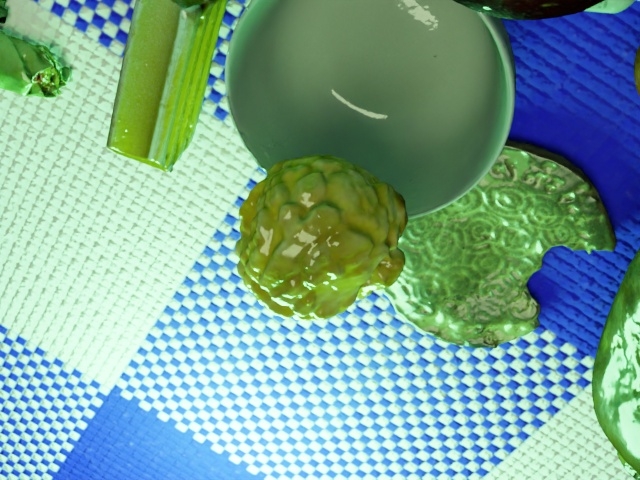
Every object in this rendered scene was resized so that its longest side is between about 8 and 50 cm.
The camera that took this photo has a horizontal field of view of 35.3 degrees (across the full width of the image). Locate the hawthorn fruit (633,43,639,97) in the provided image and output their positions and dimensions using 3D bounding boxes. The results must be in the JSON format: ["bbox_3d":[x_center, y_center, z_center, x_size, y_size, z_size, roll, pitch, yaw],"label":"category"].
[{"bbox_3d":[0.374,-0.142,0.963,0.148,0.148,0.172,3,136,14],"label":"hawthorn fruit"}]

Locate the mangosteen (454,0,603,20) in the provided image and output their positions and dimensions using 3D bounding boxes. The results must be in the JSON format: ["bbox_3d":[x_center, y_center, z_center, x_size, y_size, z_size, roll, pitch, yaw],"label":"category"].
[{"bbox_3d":[0.144,-0.339,0.805,0.359,0.306,0.306,21,129,27],"label":"mangosteen"}]

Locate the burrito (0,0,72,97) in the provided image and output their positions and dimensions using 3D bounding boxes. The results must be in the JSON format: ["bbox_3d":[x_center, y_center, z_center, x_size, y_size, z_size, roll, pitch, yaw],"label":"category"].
[{"bbox_3d":[-0.426,-0.248,1.168,0.288,0.054,0.104,22,124,2],"label":"burrito"}]

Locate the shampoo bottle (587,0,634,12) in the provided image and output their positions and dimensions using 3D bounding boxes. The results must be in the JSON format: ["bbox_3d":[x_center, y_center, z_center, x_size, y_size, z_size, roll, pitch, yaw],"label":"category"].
[{"bbox_3d":[0.258,-0.248,0.972,0.195,0.056,0.056,9,125,10],"label":"shampoo bottle"}]

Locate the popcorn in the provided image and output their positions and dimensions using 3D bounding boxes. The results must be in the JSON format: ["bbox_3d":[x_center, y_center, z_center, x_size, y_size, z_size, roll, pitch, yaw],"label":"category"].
[{"bbox_3d":[0.000,0.000,0.983,0.180,0.170,0.180,4,106,15],"label":"popcorn"}]

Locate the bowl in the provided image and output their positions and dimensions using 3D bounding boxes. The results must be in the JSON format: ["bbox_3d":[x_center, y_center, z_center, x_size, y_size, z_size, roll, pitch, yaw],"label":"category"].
[{"bbox_3d":[0.057,-0.174,1.024,0.286,0.144,0.287,7,125,10],"label":"bowl"}]

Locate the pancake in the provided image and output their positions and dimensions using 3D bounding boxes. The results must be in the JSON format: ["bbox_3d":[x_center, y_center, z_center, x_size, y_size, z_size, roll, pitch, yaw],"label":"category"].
[{"bbox_3d":[0.198,0.009,1.179,0.286,0.033,0.288,-4,122,17],"label":"pancake"}]

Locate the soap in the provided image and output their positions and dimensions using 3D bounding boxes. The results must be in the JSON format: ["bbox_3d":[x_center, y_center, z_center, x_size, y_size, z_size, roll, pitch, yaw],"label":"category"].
[{"bbox_3d":[-0.165,-0.179,1.086,0.073,0.140,0.232,24,126,3],"label":"soap"}]

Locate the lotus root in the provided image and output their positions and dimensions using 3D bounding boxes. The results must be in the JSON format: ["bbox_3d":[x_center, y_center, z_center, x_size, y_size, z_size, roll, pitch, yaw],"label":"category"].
[{"bbox_3d":[0.424,0.119,1.064,0.250,0.250,0.346,15,126,5],"label":"lotus root"}]
